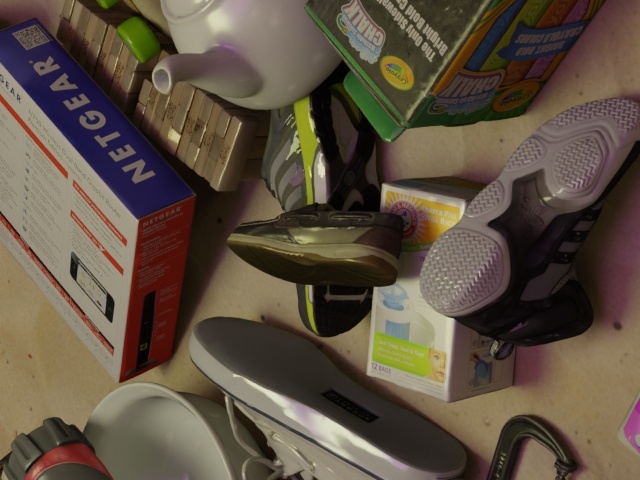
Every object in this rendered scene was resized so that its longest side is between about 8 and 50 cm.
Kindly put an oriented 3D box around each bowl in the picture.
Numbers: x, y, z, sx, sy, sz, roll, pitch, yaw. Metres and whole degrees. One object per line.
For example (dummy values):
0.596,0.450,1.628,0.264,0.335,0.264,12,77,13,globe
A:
-0.144,0.301,2.019,0.298,0.134,0.297,7,101,43,bowl

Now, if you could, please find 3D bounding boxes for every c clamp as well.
0.217,0.260,1.739,0.137,0.022,0.160,28,116,45,c clamp

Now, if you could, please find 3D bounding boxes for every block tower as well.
-0.174,-0.176,2.016,0.335,0.097,0.091,39,121,37,block tower

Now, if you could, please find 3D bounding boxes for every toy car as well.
-0.196,-0.311,1.989,0.149,0.155,0.188,58,172,-29,toy car

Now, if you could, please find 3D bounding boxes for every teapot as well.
-0.077,-0.273,1.789,0.252,0.187,0.256,-53,33,13,teapot

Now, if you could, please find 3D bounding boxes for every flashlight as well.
-0.241,0.328,1.946,0.103,0.103,0.304,-45,54,1,flashlight

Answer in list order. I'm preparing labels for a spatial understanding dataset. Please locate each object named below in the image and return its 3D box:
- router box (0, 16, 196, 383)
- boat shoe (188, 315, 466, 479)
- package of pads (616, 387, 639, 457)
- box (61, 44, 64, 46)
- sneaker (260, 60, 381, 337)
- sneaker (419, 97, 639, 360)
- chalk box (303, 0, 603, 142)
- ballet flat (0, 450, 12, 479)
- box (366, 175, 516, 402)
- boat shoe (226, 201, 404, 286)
-0.289,-0.045,2.073,0.335,0.082,0.301,47,146,26,router box
-0.009,0.220,1.891,0.367,0.136,0.156,28,118,29,boat shoe
0.415,0.159,1.469,0.296,0.101,0.229,42,123,32,package of pads
-0.303,-0.167,2.166,0.169,0.059,0.054,53,131,26,box
-0.001,-0.046,1.866,0.121,0.111,0.300,-3,87,54,sneaker
0.224,-0.006,1.641,0.268,0.153,0.101,-45,39,1,sneaker
0.125,-0.224,1.654,0.180,0.179,0.289,53,129,24,chalk box
-0.362,0.342,2.286,0.203,0.074,0.074,35,119,36,ballet flat
0.127,0.044,1.738,0.114,0.103,0.203,16,106,42,box
0.000,-0.001,1.743,0.223,0.080,0.073,6,64,47,boat shoe
